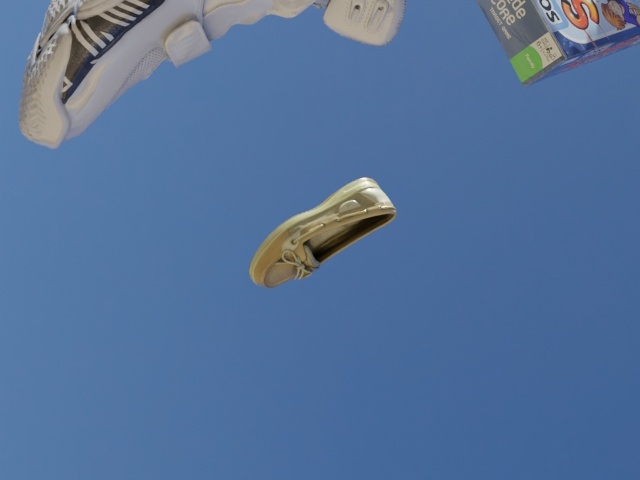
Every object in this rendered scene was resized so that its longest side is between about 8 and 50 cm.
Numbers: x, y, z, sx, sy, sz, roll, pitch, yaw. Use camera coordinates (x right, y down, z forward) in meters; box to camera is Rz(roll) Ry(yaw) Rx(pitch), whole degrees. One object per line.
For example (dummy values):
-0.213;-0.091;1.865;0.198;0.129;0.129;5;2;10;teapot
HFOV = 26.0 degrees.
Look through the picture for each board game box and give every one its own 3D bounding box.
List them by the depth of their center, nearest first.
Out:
0.113;-0.192;0.770;0.035;0.136;0.201;-34;-97;47;board game box

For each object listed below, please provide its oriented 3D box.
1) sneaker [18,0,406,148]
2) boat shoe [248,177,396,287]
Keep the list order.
-0.065;-0.185;1.062;0.366;0.210;0.137;-52;-156;14;sneaker
0.001;0.001;1.336;0.048;0.153;0.056;54;-4;38;boat shoe
